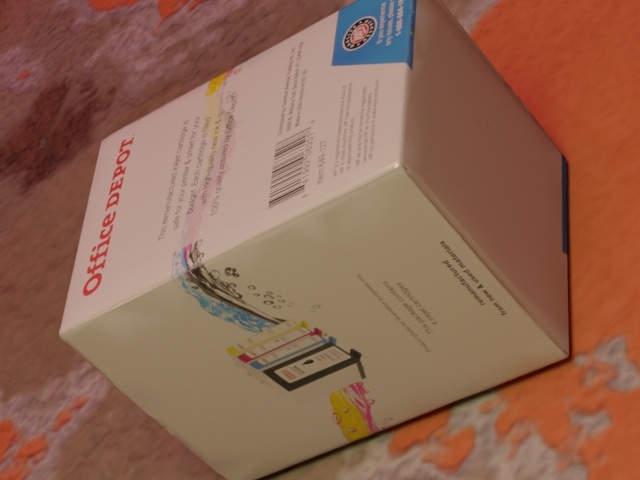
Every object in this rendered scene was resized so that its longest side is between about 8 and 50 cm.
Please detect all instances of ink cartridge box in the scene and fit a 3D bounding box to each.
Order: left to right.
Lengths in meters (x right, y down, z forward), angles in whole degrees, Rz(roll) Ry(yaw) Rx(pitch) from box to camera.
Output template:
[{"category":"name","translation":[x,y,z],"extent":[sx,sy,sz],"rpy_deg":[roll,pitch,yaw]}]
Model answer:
[{"category":"ink cartridge box","translation":[0.000,0.000,1.043],"extent":[0.233,0.168,0.171],"rpy_deg":[-25,37,27]}]
